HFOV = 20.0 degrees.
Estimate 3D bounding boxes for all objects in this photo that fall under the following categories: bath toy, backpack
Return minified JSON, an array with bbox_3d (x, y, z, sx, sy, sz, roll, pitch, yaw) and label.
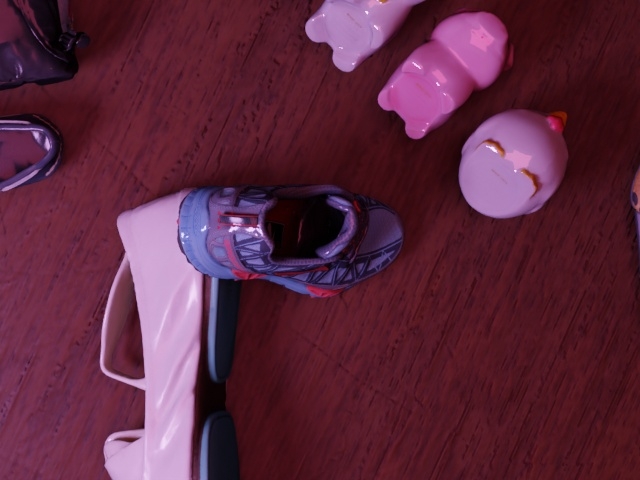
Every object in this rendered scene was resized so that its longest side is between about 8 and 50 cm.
[{"bbox_3d":[0.115,-0.181,1.711,0.348,0.151,0.129,49,43,-3],"label":"bath toy"},{"bbox_3d":[-0.304,-0.229,1.667,0.152,0.115,0.182,-10,91,-17],"label":"backpack"}]

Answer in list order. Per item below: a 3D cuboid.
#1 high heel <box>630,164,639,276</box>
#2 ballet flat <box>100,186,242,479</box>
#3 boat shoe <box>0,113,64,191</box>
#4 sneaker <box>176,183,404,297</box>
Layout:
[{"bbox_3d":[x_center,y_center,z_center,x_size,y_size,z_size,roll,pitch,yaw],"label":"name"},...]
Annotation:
[{"bbox_3d":[0.433,-0.014,1.750,0.261,0.093,0.186,-4,97,3],"label":"high heel"},{"bbox_3d":[-0.141,0.151,1.692,0.139,0.139,0.400,1,86,-6],"label":"ballet flat"},{"bbox_3d":[-0.363,-0.062,1.678,0.254,0.079,0.095,-9,92,-6],"label":"boat shoe"},{"bbox_3d":[0.000,0.000,1.647,0.262,0.125,0.104,0,87,-46],"label":"sneaker"}]
